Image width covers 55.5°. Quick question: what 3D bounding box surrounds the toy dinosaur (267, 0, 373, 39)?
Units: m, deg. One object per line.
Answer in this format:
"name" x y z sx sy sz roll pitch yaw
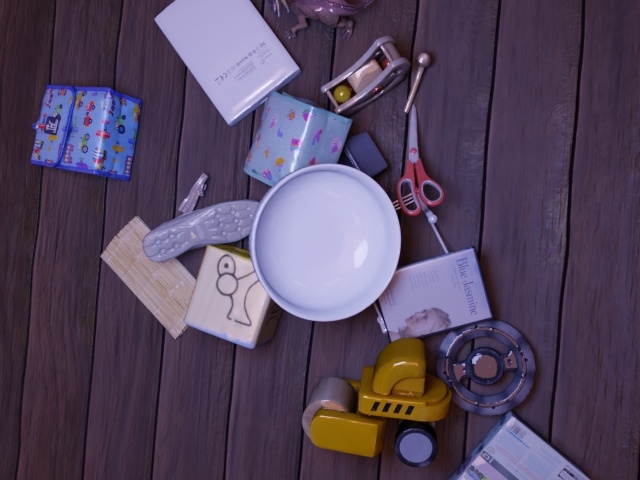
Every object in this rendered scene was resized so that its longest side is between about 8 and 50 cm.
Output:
"toy dinosaur" -0.011 -0.574 1.466 0.295 0.200 0.127 8 90 10

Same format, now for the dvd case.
"dvd case" 0.261 0.132 1.423 0.252 0.022 0.181 -17 100 7

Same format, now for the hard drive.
"hard drive" -0.243 -0.508 1.584 0.233 0.047 0.353 -36 84 8

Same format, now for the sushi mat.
"sushi mat" -0.437 0.096 1.618 0.151 0.019 0.316 -45 81 7

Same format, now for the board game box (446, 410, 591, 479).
"board game box" 0.433 0.584 1.415 0.224 0.097 0.303 40 94 10

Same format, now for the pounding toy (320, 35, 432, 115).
"pounding toy" 0.151 -0.375 1.456 0.269 0.154 0.155 -33 83 8

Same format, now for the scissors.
"scissors" 0.214 -0.196 1.457 0.108 0.021 0.297 -15 67 6

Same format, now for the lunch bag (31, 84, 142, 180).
"lunch bag" -0.648 -0.295 1.627 0.293 0.138 0.221 11 92 22

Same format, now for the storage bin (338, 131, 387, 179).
"storage bin" 0.097 -0.196 1.501 0.091 0.098 0.135 -28 83 -19

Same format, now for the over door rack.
"over door rack" 0.192 0.040 1.464 0.239 0.108 0.324 -27 85 9

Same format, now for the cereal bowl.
"cereal bowl" 0.000 0.000 1.350 0.338 0.141 0.339 -2 96 -16

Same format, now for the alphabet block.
"alphabet block" -0.193 0.131 1.487 0.192 0.193 0.197 19 92 9

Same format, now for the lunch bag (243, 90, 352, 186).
"lunch bag" -0.073 -0.236 1.474 0.262 0.160 0.224 33 109 47

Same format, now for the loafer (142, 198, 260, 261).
"loafer" -0.297 -0.037 1.552 0.319 0.111 0.112 -16 110 -7

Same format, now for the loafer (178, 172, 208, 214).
"loafer" -0.325 -0.119 1.596 0.039 0.045 0.125 35 102 -8

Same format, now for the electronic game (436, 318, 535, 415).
"electronic game" 0.392 0.299 1.451 0.229 0.048 0.230 -2 83 15

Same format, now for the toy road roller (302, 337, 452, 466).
"toy road roller" 0.133 0.346 1.398 0.329 0.202 0.241 5 102 7
